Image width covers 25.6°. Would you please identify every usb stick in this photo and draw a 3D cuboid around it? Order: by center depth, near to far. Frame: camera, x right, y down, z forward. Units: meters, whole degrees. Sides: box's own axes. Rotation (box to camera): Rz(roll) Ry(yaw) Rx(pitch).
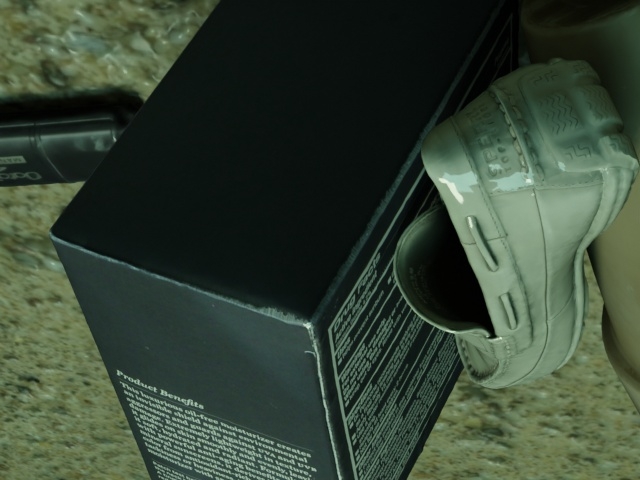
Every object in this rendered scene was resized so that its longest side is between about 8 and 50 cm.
[{"bbox_3d":[-0.264,-0.073,1.145,0.278,0.045,0.077,-3,148,19],"label":"usb stick"}]

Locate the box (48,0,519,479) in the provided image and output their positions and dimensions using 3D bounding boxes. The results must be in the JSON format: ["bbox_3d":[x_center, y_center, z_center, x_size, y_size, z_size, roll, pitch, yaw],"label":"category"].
[{"bbox_3d":[0.000,0.000,0.933,0.183,0.296,0.294,18,146,20],"label":"box"}]

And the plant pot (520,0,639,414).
[{"bbox_3d":[0.265,-0.067,0.819,0.323,0.323,0.280,-21,115,37],"label":"plant pot"}]

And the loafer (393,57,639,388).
[{"bbox_3d":[0.094,0.008,0.803,0.112,0.112,0.319,-18,152,-7],"label":"loafer"}]
